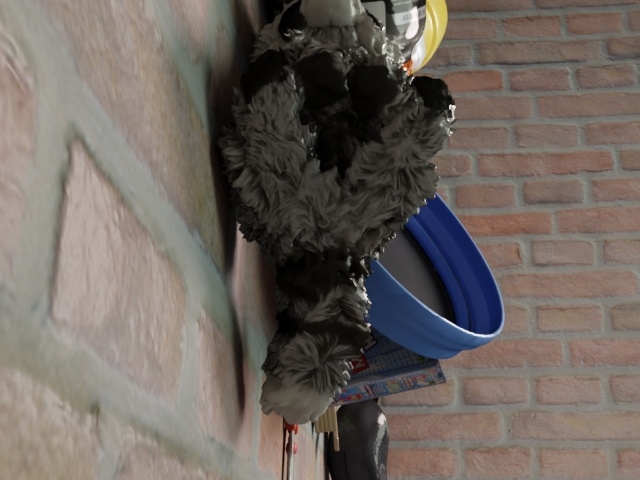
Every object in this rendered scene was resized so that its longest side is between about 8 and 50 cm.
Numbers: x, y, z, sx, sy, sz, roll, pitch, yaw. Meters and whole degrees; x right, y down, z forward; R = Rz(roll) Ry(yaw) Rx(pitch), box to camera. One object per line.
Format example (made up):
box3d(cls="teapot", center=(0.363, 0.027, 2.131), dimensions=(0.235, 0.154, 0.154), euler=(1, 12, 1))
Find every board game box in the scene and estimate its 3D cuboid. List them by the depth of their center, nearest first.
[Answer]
box3d(cls="board game box", center=(0.047, 0.147, 1.223), dimensions=(0.060, 0.194, 0.194), euler=(63, 3, -52))

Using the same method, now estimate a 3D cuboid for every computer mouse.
box3d(cls="computer mouse", center=(0.073, 0.432, 1.667), dimensions=(0.072, 0.188, 0.272), euler=(-2, 87, -51))

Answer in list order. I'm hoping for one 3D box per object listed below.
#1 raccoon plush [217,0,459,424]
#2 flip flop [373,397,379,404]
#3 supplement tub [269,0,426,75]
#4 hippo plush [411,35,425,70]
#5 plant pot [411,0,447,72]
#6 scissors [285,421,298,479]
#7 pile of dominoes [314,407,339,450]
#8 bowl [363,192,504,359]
box3d(cls="raccoon plush", center=(-0.028, -0.069, 0.967), dimensions=(0.299, 0.216, 0.447), euler=(-109, -140, -69))
box3d(cls="flip flop", center=(0.103, 0.384, 2.143), dimensions=(0.277, 0.080, 0.112), euler=(11, 78, -83))
box3d(cls="supplement tub", center=(0.031, -0.368, 1.127), dimensions=(0.207, 0.207, 0.338), euler=(-76, 163, -67))
box3d(cls="hippo plush", center=(0.105, -0.407, 1.597), dimensions=(0.234, 0.294, 0.236), euler=(65, 19, -9))
box3d(cls="plant pot", center=(0.119, -0.434, 1.864), dimensions=(0.239, 0.253, 0.254), euler=(-62, 154, -45))
box3d(cls="scissors", center=(-0.036, 0.266, 1.198), dimensions=(0.109, 0.021, 0.297), euler=(71, 17, -76))
box3d(cls="pile of dominoes", center=(0.001, 0.236, 1.581), dimensions=(0.251, 0.040, 0.196), euler=(-97, -178, -64))
box3d(cls="bowl", center=(0.091, -0.008, 1.194), dimensions=(0.391, 0.077, 0.391), euler=(39, 24, -21))
